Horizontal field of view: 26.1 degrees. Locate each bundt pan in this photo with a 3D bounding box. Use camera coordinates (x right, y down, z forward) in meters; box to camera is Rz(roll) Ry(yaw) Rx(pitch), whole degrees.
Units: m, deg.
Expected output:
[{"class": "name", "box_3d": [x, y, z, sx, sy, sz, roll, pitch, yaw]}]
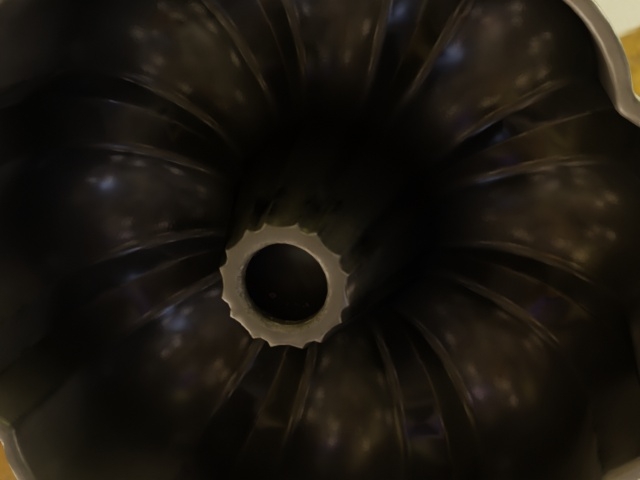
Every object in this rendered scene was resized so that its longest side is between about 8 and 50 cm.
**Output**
[{"class": "bundt pan", "box_3d": [0.000, 0.000, 0.603, 0.331, 0.330, 0.124, -12, -165, 18]}]

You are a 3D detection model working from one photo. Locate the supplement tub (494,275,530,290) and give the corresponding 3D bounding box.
[{"class": "supplement tub", "box_3d": [0.080, 0.047, 0.760, 0.106, 0.198, 0.106, 6, -124, -9]}]
